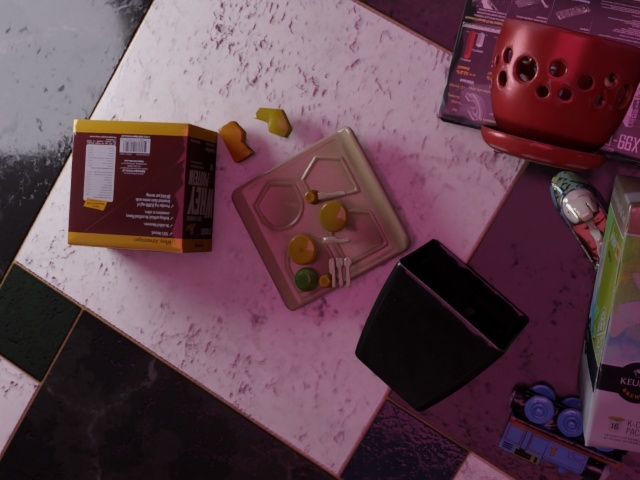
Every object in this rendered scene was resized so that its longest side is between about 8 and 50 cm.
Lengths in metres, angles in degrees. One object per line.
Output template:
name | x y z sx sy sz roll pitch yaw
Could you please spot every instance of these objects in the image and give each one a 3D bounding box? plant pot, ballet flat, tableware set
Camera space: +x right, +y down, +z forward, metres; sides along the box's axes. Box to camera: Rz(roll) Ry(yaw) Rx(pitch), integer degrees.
plant pot | 0.162 0.133 1.483 0.188 0.187 0.167 40 112 11
ballet flat | 0.391 -0.019 1.476 0.070 0.070 0.188 -34 82 12
plant pot | 0.314 -0.188 1.356 0.191 0.191 0.174 14 102 13
tableware set | 0.000 0.000 1.558 0.104 0.024 0.154 -3 92 21

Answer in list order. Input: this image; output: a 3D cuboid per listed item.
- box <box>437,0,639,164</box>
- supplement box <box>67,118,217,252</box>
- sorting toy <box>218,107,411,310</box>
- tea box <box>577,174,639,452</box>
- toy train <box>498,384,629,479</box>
box | 0.346 -0.257 1.481 0.307 0.076 0.242 14 94 14
supplement box | -0.274 -0.082 1.606 0.191 0.129 0.194 4 91 13
sorting toy | -0.022 -0.074 1.595 0.229 0.041 0.307 -29 83 17
tea box | 0.523 0.106 1.324 0.329 0.220 0.323 8 104 10
toy train | 0.350 0.281 1.484 0.184 0.080 0.105 22 104 11
